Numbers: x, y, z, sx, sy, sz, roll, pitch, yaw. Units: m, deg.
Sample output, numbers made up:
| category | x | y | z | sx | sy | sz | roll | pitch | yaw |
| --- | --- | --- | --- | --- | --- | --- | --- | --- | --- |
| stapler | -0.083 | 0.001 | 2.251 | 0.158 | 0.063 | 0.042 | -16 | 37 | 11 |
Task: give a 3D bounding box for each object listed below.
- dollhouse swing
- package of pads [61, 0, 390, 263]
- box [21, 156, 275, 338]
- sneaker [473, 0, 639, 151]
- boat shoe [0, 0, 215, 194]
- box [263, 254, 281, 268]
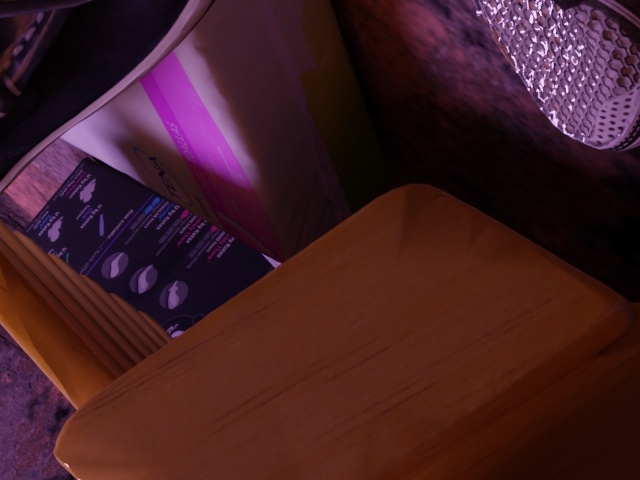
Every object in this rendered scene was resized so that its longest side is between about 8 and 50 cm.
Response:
| category | x | y | z | sx | sy | sz | roll | pitch | yaw |
| --- | --- | --- | --- | --- | --- | --- | --- | --- | --- |
| dollhouse swing | 0.018 | 0.055 | 0.873 | 0.305 | 0.315 | 0.347 | 60 | -170 | 32 |
| package of pads | -0.100 | -0.122 | 0.824 | 0.229 | 0.101 | 0.296 | 29 | 161 | 26 |
| box | -0.122 | 0.062 | 1.298 | 0.270 | 0.143 | 0.165 | 23 | 158 | 41 |
| sneaker | 0.018 | -0.141 | 0.444 | 0.134 | 0.146 | 0.343 | 18 | 156 | 49 |
| boat shoe | -0.172 | -0.108 | 0.630 | 0.187 | 0.156 | 0.500 | 54 | 135 | 6 |
| box | 0.000 | 0.000 | 1.060 | 0.186 | 0.038 | 0.145 | 47 | 161 | -31 |
